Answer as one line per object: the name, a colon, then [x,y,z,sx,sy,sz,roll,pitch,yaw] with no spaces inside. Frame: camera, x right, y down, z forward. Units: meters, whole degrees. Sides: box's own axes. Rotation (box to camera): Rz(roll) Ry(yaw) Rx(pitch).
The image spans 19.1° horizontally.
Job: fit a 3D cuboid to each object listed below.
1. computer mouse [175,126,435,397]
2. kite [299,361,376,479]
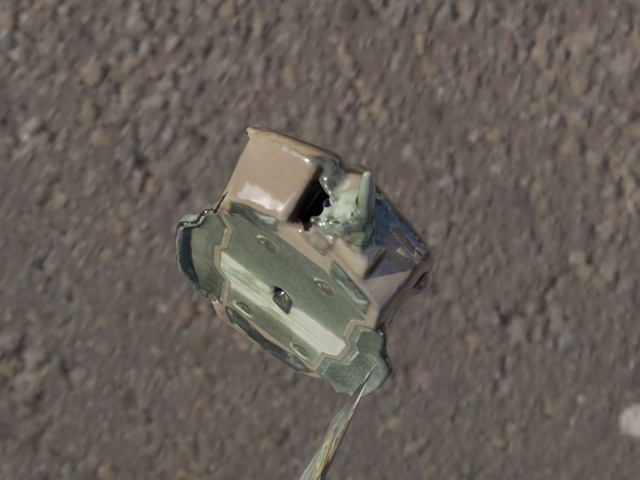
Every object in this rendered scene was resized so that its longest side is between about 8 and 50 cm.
computer mouse: [0.003,-0.004,1.437,0.199,0.115,0.389,33,157,3]
kite: [-0.020,0.175,1.074,0.015,0.245,0.141,26,127,1]
